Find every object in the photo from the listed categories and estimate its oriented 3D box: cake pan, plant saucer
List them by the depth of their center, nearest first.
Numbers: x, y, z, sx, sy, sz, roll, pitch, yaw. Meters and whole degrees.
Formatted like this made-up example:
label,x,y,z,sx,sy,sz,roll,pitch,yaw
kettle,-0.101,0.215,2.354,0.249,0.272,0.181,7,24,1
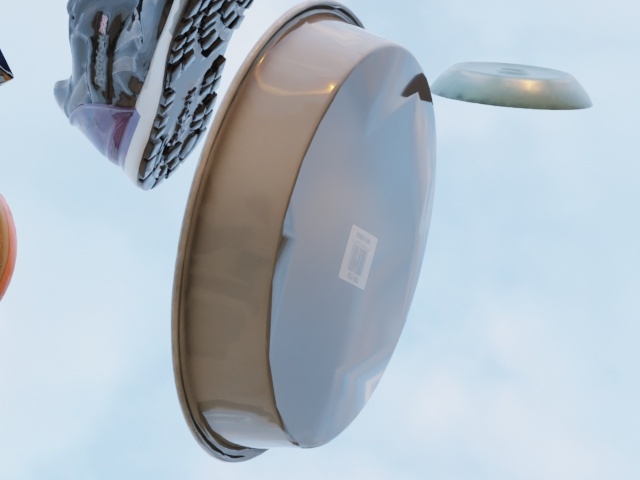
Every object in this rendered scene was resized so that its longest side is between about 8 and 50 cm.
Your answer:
label,x,y,z,sx,sy,sz,roll,pitch,yaw
cake pan,0.000,0.000,1.215,0.054,0.293,0.293,13,-74,22
plant saucer,0.138,-0.113,1.423,0.119,0.119,0.021,1,-78,-18

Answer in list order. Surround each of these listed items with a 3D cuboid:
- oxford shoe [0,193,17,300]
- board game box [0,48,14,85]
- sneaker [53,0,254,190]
label,x,y,z,sx,sy,sz,roll,pitch,yaw
oxford shoe,-0.245,0.035,0.729,0.271,0.097,0.098,-22,-24,3
board game box,-0.274,-0.094,0.957,0.165,0.243,0.042,-30,-111,6
sneaker,-0.129,-0.169,1.429,0.124,0.107,0.283,37,-49,13
